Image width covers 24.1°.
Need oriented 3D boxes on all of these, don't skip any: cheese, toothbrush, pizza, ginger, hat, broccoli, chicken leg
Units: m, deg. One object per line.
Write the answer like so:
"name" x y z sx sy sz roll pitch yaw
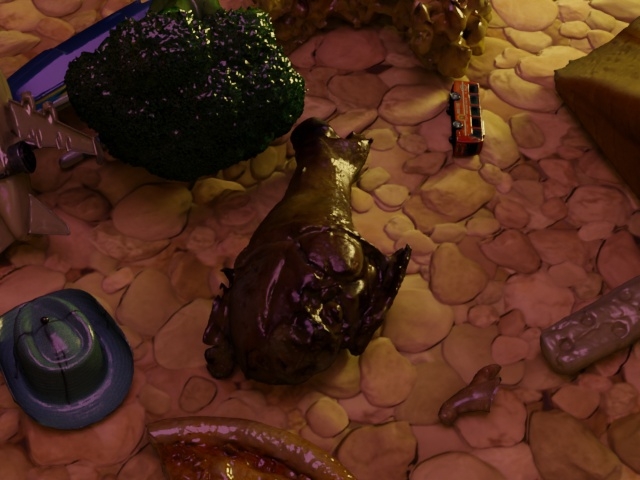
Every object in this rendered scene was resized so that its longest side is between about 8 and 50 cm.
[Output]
"cheese" 0.329 0.087 1.661 0.194 0.043 0.065 -26 54 -19
"toothbrush" -0.212 -0.161 1.888 0.276 0.019 0.025 -35 66 -24
"pizza" -0.064 0.247 1.532 0.271 0.056 0.134 27 48 22
"ginger" 0.170 0.169 1.608 0.097 0.030 0.048 -39 32 -29
"hat" -0.288 0.112 1.629 0.138 0.078 0.191 -28 56 -18
"broccoli" -0.150 -0.209 1.754 0.298 0.297 0.297 2 69 3
"chicken leg" 0.007 0.002 1.675 0.212 0.140 0.361 11 55 20

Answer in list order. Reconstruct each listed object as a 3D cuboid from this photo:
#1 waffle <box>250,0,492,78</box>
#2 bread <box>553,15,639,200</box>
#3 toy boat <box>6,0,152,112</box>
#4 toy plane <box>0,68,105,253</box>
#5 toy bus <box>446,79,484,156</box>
"waffle" 0.065 -0.338 1.948 0.324 0.151 0.261 12 55 9
"bread" 0.460 -0.122 1.824 0.233 0.245 0.362 -21 24 -13
"toy boat" -0.322 -0.196 1.872 0.295 0.088 0.129 -34 21 -18
"toy plane" -0.374 -0.109 1.749 0.242 0.104 0.256 -20 88 17
"toy bus" 0.181 -0.152 1.866 0.043 0.031 0.110 4 51 -4
